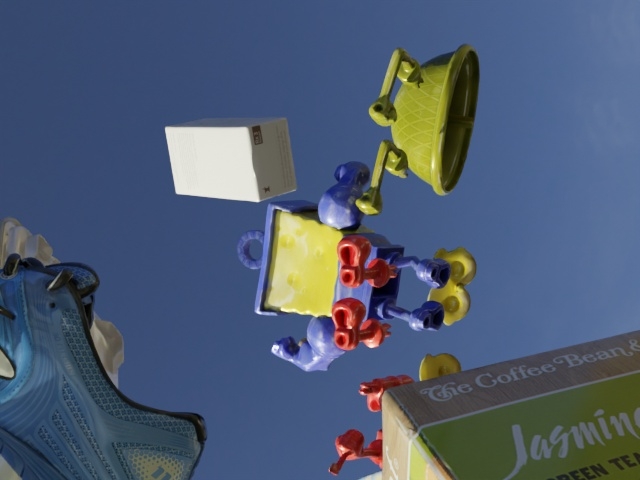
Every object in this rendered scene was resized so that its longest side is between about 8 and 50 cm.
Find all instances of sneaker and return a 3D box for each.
[{"bbox_3d":[-0.208,0.057,0.566,0.330,0.130,0.147,39,-109,-6],"label":"sneaker"}]

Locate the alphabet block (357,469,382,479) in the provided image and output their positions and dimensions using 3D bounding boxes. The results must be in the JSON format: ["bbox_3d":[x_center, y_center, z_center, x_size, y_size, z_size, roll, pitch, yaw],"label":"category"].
[{"bbox_3d":[0.157,0.451,1.400,0.193,0.192,0.197,17,-116,-15],"label":"alphabet block"}]

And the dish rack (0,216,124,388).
[{"bbox_3d":[-0.280,0.145,1.013,0.072,0.333,0.285,-22,-47,6],"label":"dish rack"}]

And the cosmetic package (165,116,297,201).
[{"bbox_3d":[-0.142,-0.129,1.502,0.085,0.231,0.117,-20,-71,-39],"label":"cosmetic package"}]

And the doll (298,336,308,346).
[{"bbox_3d":[0.014,0.115,1.354,0.129,0.046,0.189,-59,-1,-28],"label":"doll"}]

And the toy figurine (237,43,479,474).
[{"bbox_3d":[0.000,0.000,0.849,0.191,0.217,0.362,-7,-74,-53],"label":"toy figurine"}]

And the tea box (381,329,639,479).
[{"bbox_3d":[0.182,0.255,0.399,0.220,0.323,0.329,-10,-64,-17],"label":"tea box"}]
